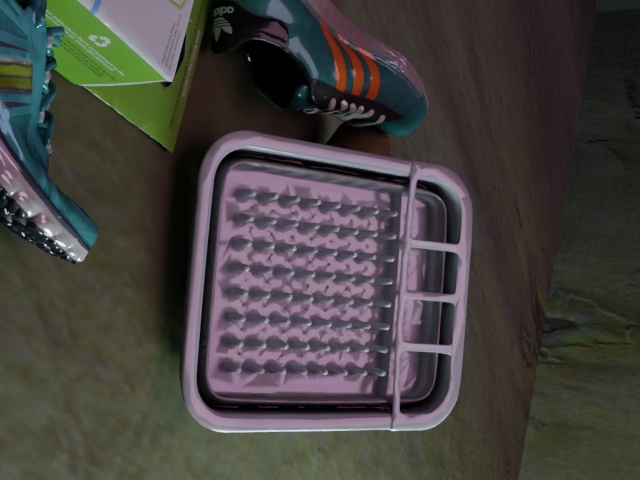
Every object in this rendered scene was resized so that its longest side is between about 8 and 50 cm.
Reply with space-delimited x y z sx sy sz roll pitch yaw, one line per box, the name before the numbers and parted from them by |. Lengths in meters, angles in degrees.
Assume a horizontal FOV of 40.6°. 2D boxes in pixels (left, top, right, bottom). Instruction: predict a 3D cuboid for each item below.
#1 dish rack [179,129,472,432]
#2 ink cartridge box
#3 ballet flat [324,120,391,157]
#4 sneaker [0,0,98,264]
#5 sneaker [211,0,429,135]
dish rack | 0.005 0.048 0.892 0.332 0.072 0.286 7 87 -33
ink cartridge box | -0.133 -0.206 0.689 0.255 0.097 0.189 38 58 -58
ballet flat | 0.000 0.000 0.988 0.124 0.116 0.342 24 75 -48
sneaker | -0.197 -0.099 0.528 0.110 0.107 0.275 -43 134 -29
sneaker | -0.002 -0.173 0.923 0.302 0.108 0.121 31 70 -38
